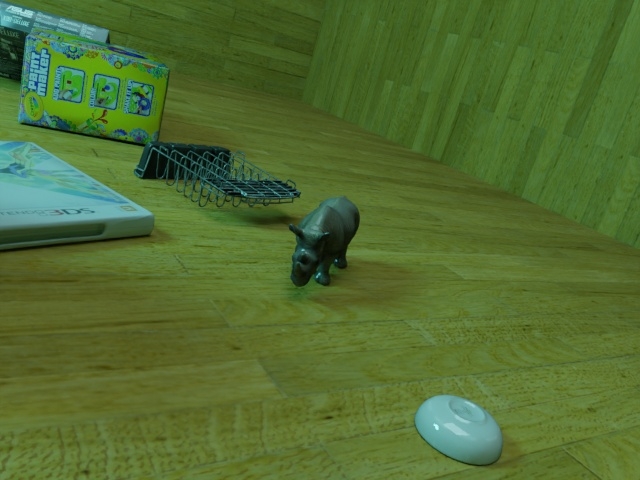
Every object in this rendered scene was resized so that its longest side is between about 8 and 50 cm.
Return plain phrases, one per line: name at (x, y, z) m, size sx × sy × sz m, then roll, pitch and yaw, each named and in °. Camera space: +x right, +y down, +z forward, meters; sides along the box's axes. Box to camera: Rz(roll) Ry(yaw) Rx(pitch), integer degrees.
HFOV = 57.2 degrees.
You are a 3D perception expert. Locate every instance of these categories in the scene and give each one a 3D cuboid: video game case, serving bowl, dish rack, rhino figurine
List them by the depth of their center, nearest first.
serving bowl at (0.131, 0.168, 0.543) m, size 0.083 × 0.027 × 0.083 m, roll 14°, pitch 18°, yaw -4°
video game case at (-0.437, -0.071, 0.763) m, size 0.329 × 0.036 × 0.300 m, roll 26°, pitch 20°, yaw 31°
rhino figurine at (0.000, 0.000, 0.812) m, size 0.073 × 0.106 × 0.243 m, roll 19°, pitch 17°, yaw 11°
dish rack at (-0.178, -0.109, 1.058) m, size 0.271 × 0.074 × 0.208 m, roll 31°, pitch 24°, yaw 35°

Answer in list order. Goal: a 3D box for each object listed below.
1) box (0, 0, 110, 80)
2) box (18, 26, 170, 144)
box at (-0.707, -0.487, 1.522) m, size 0.307 × 0.076 × 0.242 m, roll 12°, pitch -21°, yaw -13°
box at (-0.510, -0.350, 1.326) m, size 0.279 × 0.177 × 0.290 m, roll 6°, pitch 20°, yaw -25°
